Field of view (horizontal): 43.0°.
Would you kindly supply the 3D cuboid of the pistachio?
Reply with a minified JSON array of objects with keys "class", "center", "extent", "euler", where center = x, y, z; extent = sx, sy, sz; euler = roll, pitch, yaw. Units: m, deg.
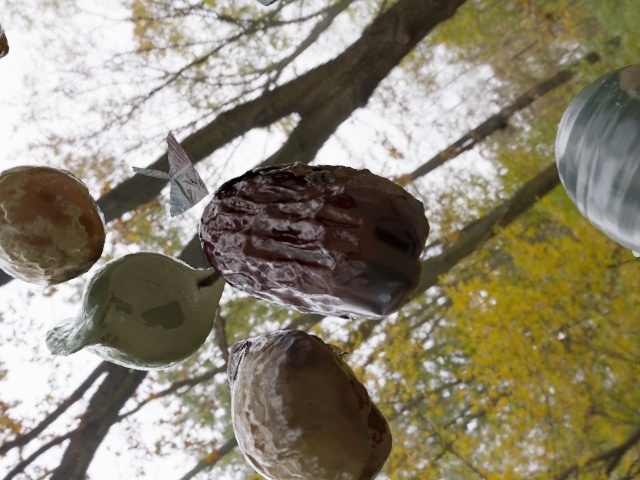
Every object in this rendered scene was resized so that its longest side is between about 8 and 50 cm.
[{"class":"pistachio","center":[-0.020,0.154,0.749],"extent":[0.130,0.165,0.210],"euler":[-4,-159,-40]}]

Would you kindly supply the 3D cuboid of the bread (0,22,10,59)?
[{"class":"bread","center":[-0.571,-0.317,1.269],"extent":[0.134,0.129,0.260],"euler":[17,-138,14]}]

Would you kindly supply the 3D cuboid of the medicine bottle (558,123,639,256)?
[{"class":"medicine bottle","center":[0.357,-0.073,0.991],"extent":[0.191,0.051,0.051],"euler":[59,-150,-3]}]

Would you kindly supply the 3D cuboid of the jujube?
[{"class":"jujube","center":[0.000,0.000,1.288],"extent":[0.258,0.376,0.259],"euler":[-36,-47,-51]}]

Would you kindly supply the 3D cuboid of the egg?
[{"class":"egg","center":[-0.448,-0.027,1.304],"extent":[0.233,0.194,0.195],"euler":[55,-159,-50]}]

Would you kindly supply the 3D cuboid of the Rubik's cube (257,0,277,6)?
[{"class":"Rubik's cube","center":[-0.067,-0.430,1.000],"extent":[0.180,0.167,0.184],"euler":[29,-118,-29]}]

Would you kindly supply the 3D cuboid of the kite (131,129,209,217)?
[{"class":"kite","center":[-0.212,-0.093,1.141],"extent":[0.152,0.137,0.005],"euler":[23,-146,27]}]

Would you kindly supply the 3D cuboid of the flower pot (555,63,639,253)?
[{"class":"flower pot","center":[0.344,-0.077,0.785],"extent":[0.189,0.157,0.243],"euler":[-30,-136,-28]}]

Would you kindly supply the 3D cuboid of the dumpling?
[{"class":"dumpling","center":[-0.326,0.117,1.500],"extent":[0.320,0.212,0.270],"euler":[19,-170,-36]}]

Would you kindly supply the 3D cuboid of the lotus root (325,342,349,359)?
[{"class":"lotus root","center":[-0.068,0.299,1.972],"extent":[0.260,0.075,0.170],"euler":[-3,-161,-30]}]
